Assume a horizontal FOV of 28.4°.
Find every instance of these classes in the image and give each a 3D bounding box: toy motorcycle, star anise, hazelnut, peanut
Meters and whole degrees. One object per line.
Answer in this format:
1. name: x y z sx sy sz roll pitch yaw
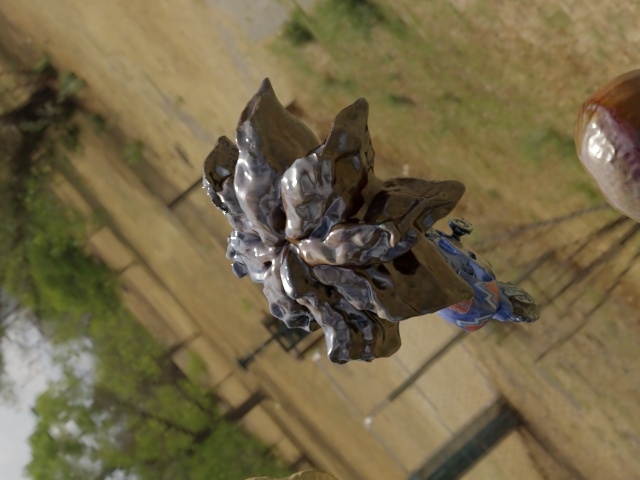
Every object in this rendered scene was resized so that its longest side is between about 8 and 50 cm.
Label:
1. toy motorcycle: 0.118 0.027 1.235 0.205 0.076 0.114 34 -157 21
2. star anise: 0.001 0.001 0.985 0.236 0.109 0.223 42 138 -2
3. hazelnut: 0.416 -0.122 1.512 0.208 0.208 0.208 49 174 7
4. peanut: -0.025 0.166 0.801 0.037 0.083 0.037 -10 -90 -80
